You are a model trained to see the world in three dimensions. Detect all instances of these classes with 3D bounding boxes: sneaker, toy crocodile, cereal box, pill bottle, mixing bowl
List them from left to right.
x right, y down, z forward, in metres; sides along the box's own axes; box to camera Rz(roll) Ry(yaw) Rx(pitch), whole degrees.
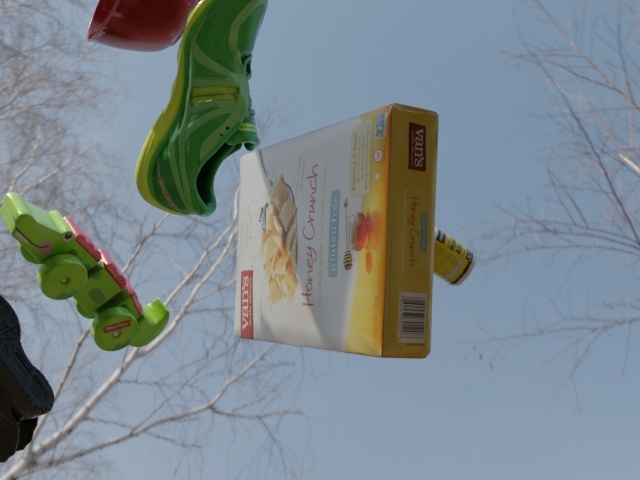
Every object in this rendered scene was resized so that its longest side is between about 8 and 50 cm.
[{"bbox_3d":[-0.335,0.140,0.772,0.089,0.051,0.170,-24,-84,26],"label":"sneaker"},{"bbox_3d":[-0.333,0.052,1.082,0.105,0.115,0.340,-38,-46,-9],"label":"toy crocodile"},{"bbox_3d":[-0.216,-0.314,0.969,0.098,0.181,0.181,25,-67,-28],"label":"mixing bowl"},{"bbox_3d":[-0.115,-0.164,0.889,0.123,0.109,0.296,25,-76,13],"label":"sneaker"},{"bbox_3d":[0.000,0.000,0.602,0.047,0.240,0.173,5,-97,-31],"label":"cereal box"},{"bbox_3d":[0.181,0.017,1.179,0.116,0.065,0.065,32,-69,-10],"label":"pill bottle"}]
